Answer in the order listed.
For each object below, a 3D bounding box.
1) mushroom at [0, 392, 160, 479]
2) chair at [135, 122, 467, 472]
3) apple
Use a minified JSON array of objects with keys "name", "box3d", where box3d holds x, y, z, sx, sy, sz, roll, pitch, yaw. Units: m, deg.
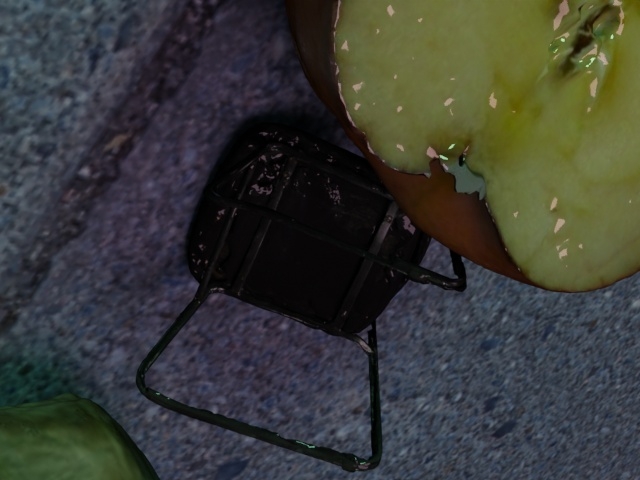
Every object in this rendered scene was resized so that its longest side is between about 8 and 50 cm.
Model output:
[{"name":"mushroom","box3d":[-0.156,0.187,0.895,0.164,0.189,0.267,-31,144,-8]},{"name":"chair","box3d":[0.000,0.000,0.925,0.145,0.221,0.140,22,121,-4]},{"name":"apple","box3d":[0.088,-0.123,0.807,0.251,0.163,0.293,-48,125,-11]}]
